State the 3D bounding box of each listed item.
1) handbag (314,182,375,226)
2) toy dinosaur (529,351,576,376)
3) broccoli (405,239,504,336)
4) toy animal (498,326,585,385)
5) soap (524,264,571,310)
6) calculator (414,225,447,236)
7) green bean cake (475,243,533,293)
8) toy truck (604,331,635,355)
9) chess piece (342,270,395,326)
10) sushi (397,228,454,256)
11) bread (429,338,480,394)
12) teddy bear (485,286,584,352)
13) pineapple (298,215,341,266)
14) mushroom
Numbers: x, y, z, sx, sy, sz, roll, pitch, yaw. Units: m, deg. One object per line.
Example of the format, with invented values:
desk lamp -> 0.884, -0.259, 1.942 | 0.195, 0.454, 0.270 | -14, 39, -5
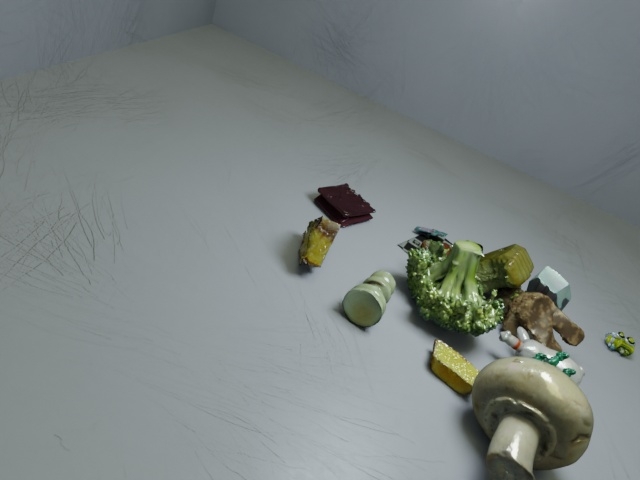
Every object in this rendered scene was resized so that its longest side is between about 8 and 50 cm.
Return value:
handbag -> 0.102, -0.151, 1.979 | 0.216, 0.074, 0.203 | -15, 51, -45
toy dinosaur -> 0.663, 0.409, 1.453 | 0.153, 0.259, 0.094 | -22, 93, -29
broccoli -> 0.448, 0.156, 1.631 | 0.277, 0.317, 0.338 | 3, 0, -11
toy animal -> 0.720, 0.406, 1.579 | 0.283, 0.138, 0.140 | 30, 26, 20
soap -> 0.894, 0.211, 1.847 | 0.091, 0.230, 0.145 | -34, 60, -14
calculator -> 0.486, -0.039, 2.070 | 0.141, 0.019, 0.094 | 14, 16, 17
green bean cake -> 0.673, 0.119, 1.812 | 0.233, 0.236, 0.124 | -26, 91, -49
toy truck -> 1.214, 0.423, 1.916 | 0.111, 0.076, 0.077 | 28, 54, 6
chess piece -> 0.177, 0.177, 1.561 | 0.133, 0.133, 0.243 | 34, 28, 13
sushi -> 0.544, 0.061, 1.974 | 0.339, 0.068, 0.320 | 43, 38, 25
bread -> 0.411, 0.394, 1.456 | 0.187, 0.065, 0.103 | 38, 38, 16
teddy bear -> 0.773, 0.297, 1.742 | 0.246, 0.222, 0.296 | -33, 85, -15
pineapple -> 0.000, 0.000, 1.613 | 0.115, 0.186, 0.236 | 22, 28, -7
mushroom -> 0.532, 0.479, 1.222 | 0.314, 0.314, 0.336 | 36, 36, 15
